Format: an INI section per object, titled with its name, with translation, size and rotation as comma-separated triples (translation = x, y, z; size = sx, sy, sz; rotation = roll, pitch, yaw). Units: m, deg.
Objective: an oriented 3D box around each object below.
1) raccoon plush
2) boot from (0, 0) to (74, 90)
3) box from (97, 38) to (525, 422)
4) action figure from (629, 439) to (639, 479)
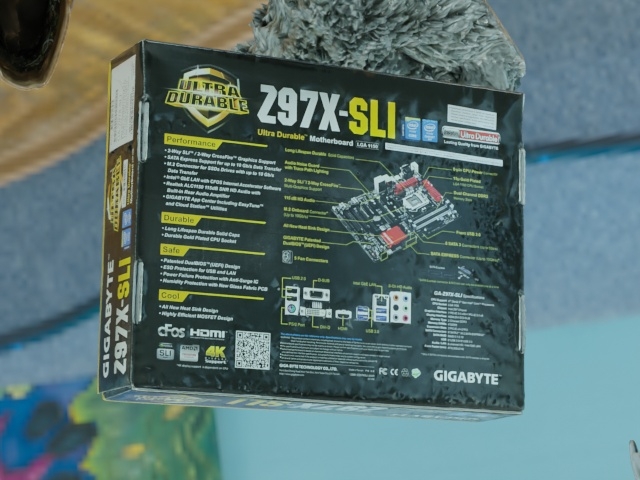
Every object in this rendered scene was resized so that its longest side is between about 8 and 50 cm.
[raccoon plush]
translation = -0.037, -0.188, 1.561
size = 0.299, 0.216, 0.446
rotation = -33, 139, 8
[boot]
translation = -0.217, -0.258, 1.280
size = 0.109, 0.220, 0.283
rotation = -1, 120, -8
[box]
translation = 0.000, 0.000, 1.417
size = 0.322, 0.257, 0.079
rotation = 5, 167, -24
[action figure]
translation = 0.247, 0.085, 0.936
size = 0.285, 0.099, 0.185
rotation = -23, 180, -44
